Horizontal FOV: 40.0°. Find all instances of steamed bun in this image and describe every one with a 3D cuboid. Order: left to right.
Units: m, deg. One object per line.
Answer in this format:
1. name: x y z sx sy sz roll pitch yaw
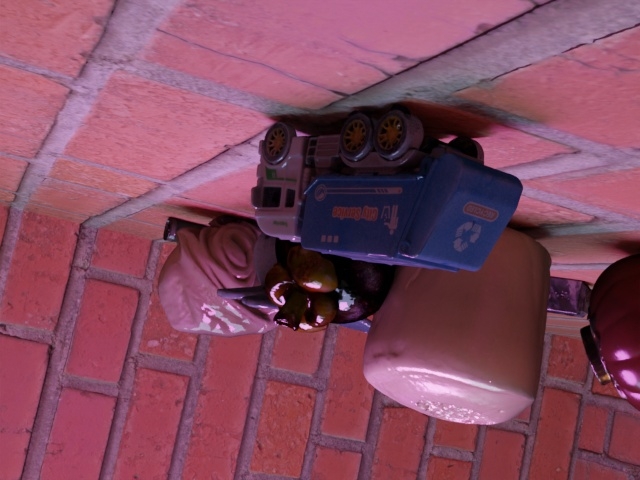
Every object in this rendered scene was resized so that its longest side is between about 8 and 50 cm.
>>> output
1. steamed bun: -0.242 0.076 2.323 0.368 0.342 0.255 -4 135 -22
2. steamed bun: 0.250 0.152 1.725 0.290 0.371 0.456 16 160 -7

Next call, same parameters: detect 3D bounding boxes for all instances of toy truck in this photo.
1. toy truck: 0.065 -0.062 1.094 0.146 0.175 0.367 14 174 -40

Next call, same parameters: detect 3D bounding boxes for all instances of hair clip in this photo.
1. hair clip: -0.040 0.063 2.046 0.392 0.238 0.318 16 173 -35

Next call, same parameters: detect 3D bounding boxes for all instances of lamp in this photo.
1. lamp: 0.606 0.167 1.570 0.257 0.303 0.303 -21 161 20

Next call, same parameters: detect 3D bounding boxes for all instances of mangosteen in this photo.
1. mangosteen: 0.014 0.061 1.704 0.233 0.287 0.287 23 170 -19

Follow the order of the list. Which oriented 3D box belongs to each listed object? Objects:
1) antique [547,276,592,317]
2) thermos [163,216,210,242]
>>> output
1. antique: 0.594 0.140 2.246 0.183 0.088 0.086 7 172 30
2. thermos: -0.381 -0.014 2.692 0.188 0.073 0.083 14 172 -22
